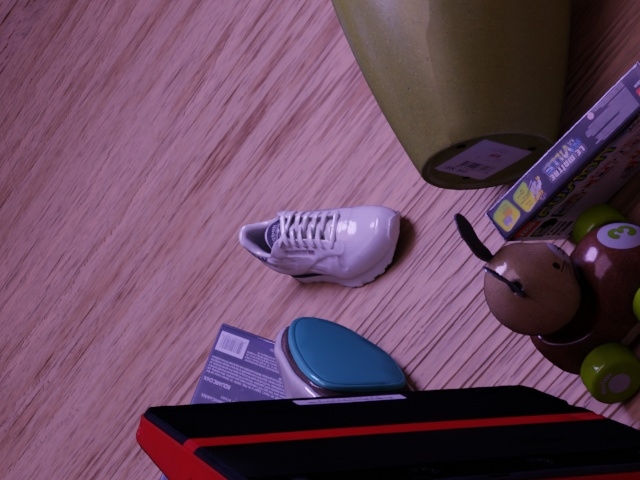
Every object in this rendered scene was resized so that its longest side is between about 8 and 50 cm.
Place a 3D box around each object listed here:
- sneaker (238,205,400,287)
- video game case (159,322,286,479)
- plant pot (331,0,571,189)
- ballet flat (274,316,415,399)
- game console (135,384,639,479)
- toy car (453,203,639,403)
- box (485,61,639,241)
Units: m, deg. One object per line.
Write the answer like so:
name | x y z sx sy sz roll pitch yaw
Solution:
sneaker | 0.000 0.000 1.850 0.235 0.095 0.090 -15 55 52
video game case | -0.090 0.247 1.820 0.196 0.026 0.274 17 83 41
plant pot | 0.145 -0.210 1.643 0.275 0.275 0.293 -31 60 45
ballet flat | 0.047 0.196 1.611 0.139 0.139 0.400 -63 31 4
game console | 0.073 0.180 1.294 0.342 0.386 0.060 -166 76 -69
toy car | 0.202 0.030 1.402 0.149 0.188 0.155 -56 31 17
box | 0.256 -0.078 1.469 0.207 0.114 0.036 -47 64 29
